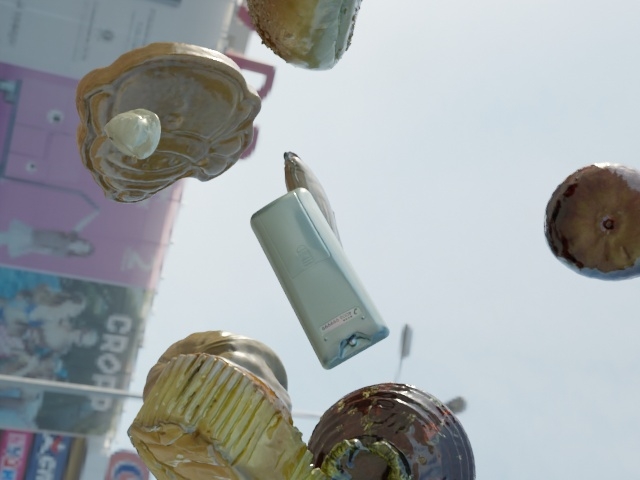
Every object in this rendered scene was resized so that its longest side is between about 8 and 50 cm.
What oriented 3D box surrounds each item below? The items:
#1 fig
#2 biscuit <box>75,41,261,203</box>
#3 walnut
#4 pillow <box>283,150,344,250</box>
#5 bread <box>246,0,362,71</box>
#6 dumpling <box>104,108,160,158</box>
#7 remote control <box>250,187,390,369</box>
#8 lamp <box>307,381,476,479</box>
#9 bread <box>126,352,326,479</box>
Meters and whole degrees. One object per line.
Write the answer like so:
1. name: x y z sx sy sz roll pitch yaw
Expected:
1. fig: 0.351 -0.022 1.279 0.202 0.149 0.148 170 -67 -69
2. biscuit: -0.256 -0.187 1.687 0.351 0.312 0.057 110 -34 -49
3. walnut: -0.187 0.306 1.861 0.296 0.285 0.285 20 -81 52
4. pillow: 0.000 0.000 1.610 0.173 0.067 0.270 60 12 -49
5. bread: -0.006 -0.374 1.316 0.305 0.159 0.305 14 90 -85
6. dumpling: -0.210 -0.124 1.131 0.077 0.059 0.043 30 -27 57
7. remote control: -0.010 0.042 1.398 0.293 0.103 0.051 60 1 36
8. lamp: 0.088 0.311 1.353 0.247 0.247 0.247 -169 -90 -70
9. bread: -0.114 0.252 1.230 0.179 0.250 0.133 -13 -146 39
